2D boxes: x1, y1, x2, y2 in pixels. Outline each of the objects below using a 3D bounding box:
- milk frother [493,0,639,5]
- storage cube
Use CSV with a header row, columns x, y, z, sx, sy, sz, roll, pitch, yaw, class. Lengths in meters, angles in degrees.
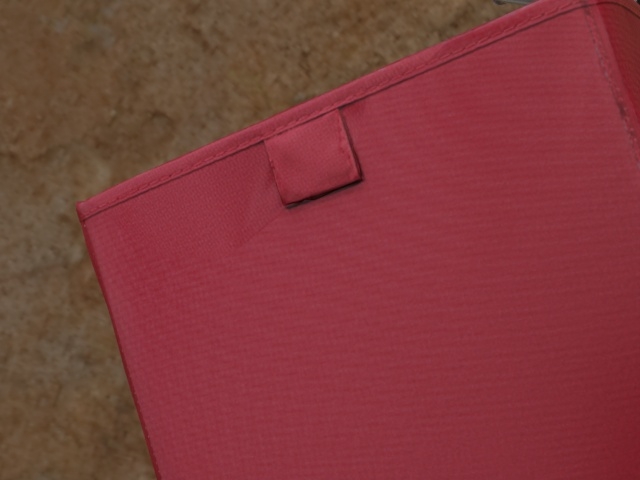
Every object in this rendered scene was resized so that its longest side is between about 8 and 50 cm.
x,y,z,sx,sy,sz,roll,pitch,yaw,class
0.250,-0.244,1.210,0.135,0.143,0.129,16,48,30,milk frother
0.063,0.043,0.446,0.215,0.183,0.193,-20,84,25,storage cube
